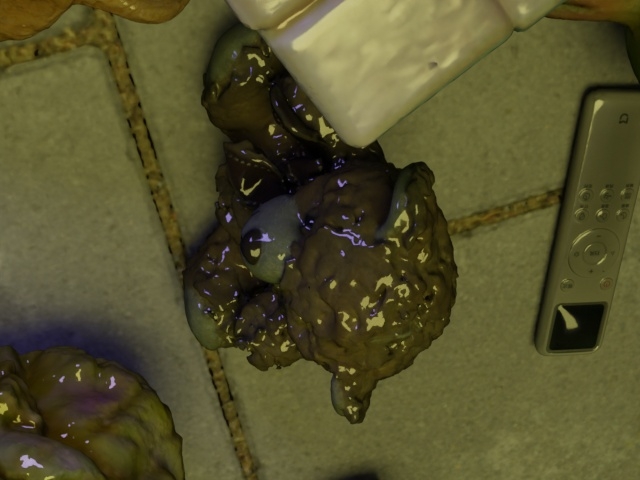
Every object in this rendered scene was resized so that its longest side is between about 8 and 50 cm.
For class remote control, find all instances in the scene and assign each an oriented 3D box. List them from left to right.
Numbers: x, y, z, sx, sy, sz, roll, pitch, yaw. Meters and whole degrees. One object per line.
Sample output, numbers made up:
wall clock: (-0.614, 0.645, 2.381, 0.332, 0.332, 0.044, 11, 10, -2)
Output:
remote control: (0.243, -0.008, 0.976, 0.067, 0.029, 0.261, -1, 117, -14)

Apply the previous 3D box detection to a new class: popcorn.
popcorn: (-0.216, 0.192, 0.845, 0.212, 0.259, 0.259, 44, 100, -6)

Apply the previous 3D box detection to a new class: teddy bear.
teddy bear: (0.000, 0.000, 0.794, 0.156, 0.256, 0.267, 1, 117, -20)

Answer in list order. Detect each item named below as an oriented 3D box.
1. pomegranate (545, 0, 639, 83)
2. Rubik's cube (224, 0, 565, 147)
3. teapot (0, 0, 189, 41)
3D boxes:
pomegranate: (0.282, -0.186, 0.800, 0.302, 0.236, 0.236, 8, 115, -5)
Rubik's cube: (0.019, -0.300, 0.603, 0.316, 0.322, 0.319, -37, 118, 5)
teapot: (-0.215, -0.231, 0.679, 0.311, 0.167, 0.203, 19, 144, -24)
